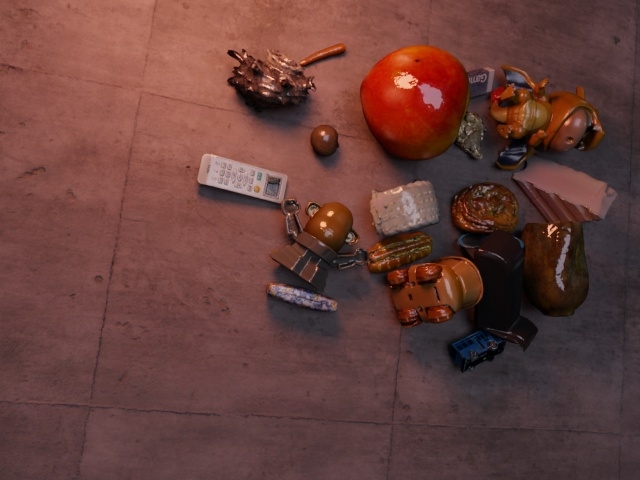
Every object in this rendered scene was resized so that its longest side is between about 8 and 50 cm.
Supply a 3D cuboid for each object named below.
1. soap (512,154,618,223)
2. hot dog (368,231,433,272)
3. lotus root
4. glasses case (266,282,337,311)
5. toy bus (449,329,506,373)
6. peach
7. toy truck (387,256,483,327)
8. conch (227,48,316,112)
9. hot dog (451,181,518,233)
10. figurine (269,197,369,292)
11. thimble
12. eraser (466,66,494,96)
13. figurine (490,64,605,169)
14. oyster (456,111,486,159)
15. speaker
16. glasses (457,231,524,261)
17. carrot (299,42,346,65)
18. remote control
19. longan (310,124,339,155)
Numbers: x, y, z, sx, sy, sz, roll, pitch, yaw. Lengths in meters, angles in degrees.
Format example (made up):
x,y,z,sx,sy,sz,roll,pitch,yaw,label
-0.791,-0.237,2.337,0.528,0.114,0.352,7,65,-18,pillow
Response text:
x,y,z,sx,sy,sz,roll,pitch,yaw,label
0.923,-0.207,1.872,0.159,0.257,0.302,-45,96,-13,soap
0.286,0.036,1.775,0.268,0.072,0.115,-21,83,-15,hot dog
0.863,0.104,1.832,0.250,0.250,0.347,-2,86,-15,lotus root
-0.062,0.192,1.657,0.247,0.087,0.065,16,86,-11,glasses case
0.570,0.391,1.797,0.184,0.106,0.090,-21,133,-17,toy bus
0.316,-0.474,1.691,0.387,0.388,0.389,1,85,-15,peach
0.383,0.173,1.697,0.211,0.287,0.205,-15,89,-41,toy truck
-0.161,-0.555,1.658,0.312,0.186,0.241,7,55,3,conch
0.635,-0.113,1.856,0.271,0.122,0.196,2,74,-13,hot dog
0.001,0.001,1.650,0.342,0.167,0.285,35,85,-31,figurine
0.288,-0.115,1.716,0.249,0.205,0.172,-12,88,-18,thimble
0.565,-0.596,1.894,0.212,0.046,0.092,-19,130,-19,eraser
0.841,-0.488,1.871,0.386,0.268,0.402,2,81,-13,figurine
0.585,-0.405,1.892,0.163,0.081,0.191,-32,97,-20,oyster
0.655,0.174,1.729,0.180,0.184,0.389,-36,127,-38,speaker
0.630,0.068,1.837,0.238,0.102,0.207,-1,92,2,glasses
0.006,-0.668,1.781,0.190,0.037,0.037,-24,92,-12,carrot
-0.259,-0.204,1.657,0.293,0.051,0.103,13,82,-17,remote control
0.019,-0.348,1.723,0.113,0.092,0.114,5,80,-27,longan
